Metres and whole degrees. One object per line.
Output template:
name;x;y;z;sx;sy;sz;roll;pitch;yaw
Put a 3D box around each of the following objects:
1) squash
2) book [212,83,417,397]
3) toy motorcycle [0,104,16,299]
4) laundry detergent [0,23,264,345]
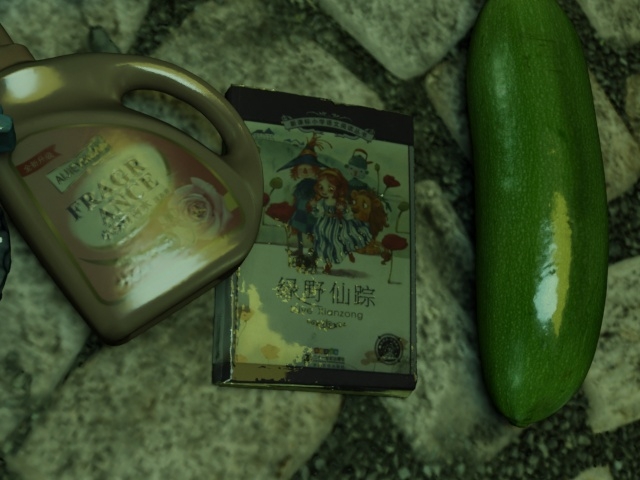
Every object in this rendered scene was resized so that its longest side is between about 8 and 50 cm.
squash;0.173;-0.051;0.817;0.107;0.107;0.395;7;72;-20
book;0.000;0.000;0.777;0.157;0.026;0.231;7;73;-20
toy motorcycle;-0.375;-0.072;0.568;0.416;0.172;0.232;11;77;-9
laundry detergent;-0.142;-0.064;0.706;0.171;0.076;0.237;-32;85;-16
